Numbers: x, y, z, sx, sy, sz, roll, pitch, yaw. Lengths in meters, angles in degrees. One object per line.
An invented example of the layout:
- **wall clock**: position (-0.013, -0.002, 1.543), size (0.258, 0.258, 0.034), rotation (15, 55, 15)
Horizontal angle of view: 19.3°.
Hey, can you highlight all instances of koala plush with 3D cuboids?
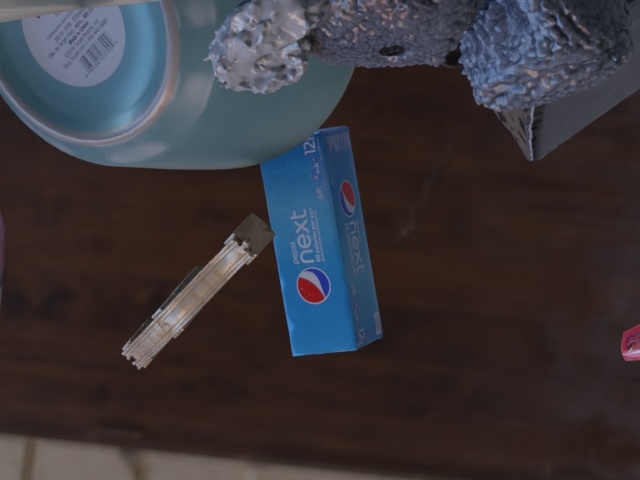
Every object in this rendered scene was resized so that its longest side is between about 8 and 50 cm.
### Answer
- **koala plush**: position (0.047, -0.162, 0.958), size (0.221, 0.203, 0.196), rotation (-29, 19, 50)

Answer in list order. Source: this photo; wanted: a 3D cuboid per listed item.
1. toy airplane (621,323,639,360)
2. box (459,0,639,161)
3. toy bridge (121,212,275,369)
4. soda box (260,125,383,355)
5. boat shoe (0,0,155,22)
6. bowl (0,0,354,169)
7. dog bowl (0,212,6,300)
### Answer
- **toy airplane**: position (0.297, 0.051, 1.572), size (0.151, 0.028, 0.151), rotation (21, 115, 56)
- **box**: position (0.241, -0.418, 1.671), size (0.472, 0.480, 0.297), rotation (54, 175, 16)
- **toy bridge**: position (-0.099, 0.046, 1.384), size (0.188, 0.026, 0.063), rotation (-44, 4, 46)
- **soda box**: position (0.000, 0.000, 1.796), size (0.067, 0.071, 0.210), rotation (-19, -79, -64)
- **boat shoe**: position (-0.153, -0.161, 0.947), size (0.319, 0.116, 0.099), rotation (-22, -73, -59)
- **bowl**: position (-0.139, -0.178, 1.403), size (0.163, 0.311, 0.311), rotation (-37, -40, -55)
- **dog bowl**: position (-0.462, 0.002, 1.660), size (0.408, 0.408, 0.150), rotation (-90, 21, -72)
